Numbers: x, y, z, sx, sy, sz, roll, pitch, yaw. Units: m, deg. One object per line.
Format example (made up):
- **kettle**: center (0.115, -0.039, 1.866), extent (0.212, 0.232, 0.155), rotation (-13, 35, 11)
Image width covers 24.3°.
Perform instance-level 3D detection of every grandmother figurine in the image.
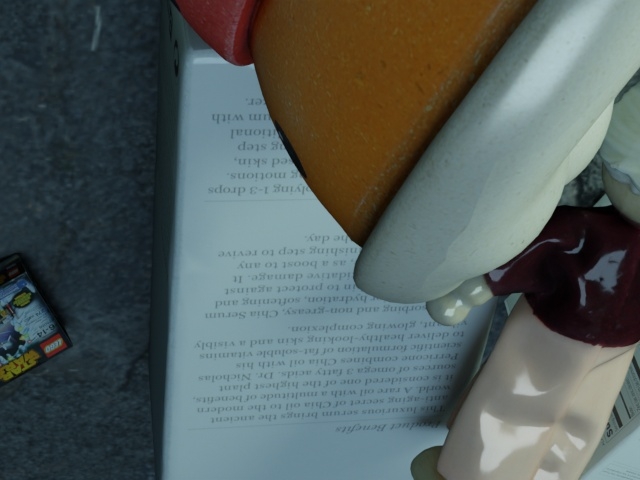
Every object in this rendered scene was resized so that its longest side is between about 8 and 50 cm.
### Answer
- **grandmother figurine**: center (0.168, 0.044, 0.966), extent (0.207, 0.104, 0.342), rotation (7, 124, -28)

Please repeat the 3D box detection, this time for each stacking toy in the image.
- **stacking toy**: center (-0.019, -0.235, 0.699), extent (0.480, 0.350, 0.351), rotation (39, 126, 6)

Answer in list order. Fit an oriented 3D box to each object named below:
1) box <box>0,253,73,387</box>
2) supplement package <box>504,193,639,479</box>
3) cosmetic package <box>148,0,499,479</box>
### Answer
- **box**: center (-0.271, 0.080, 1.142), extent (0.137, 0.027, 0.094), rotation (-30, 136, -7)
- **supplement package**: center (0.309, 0.110, 1.181), extent (0.261, 0.204, 0.145), rotation (21, 126, -28)
- **cosmetic package**: center (0.000, 0.000, 1.043), extent (0.230, 0.161, 0.453), rotation (-1, 134, -11)
